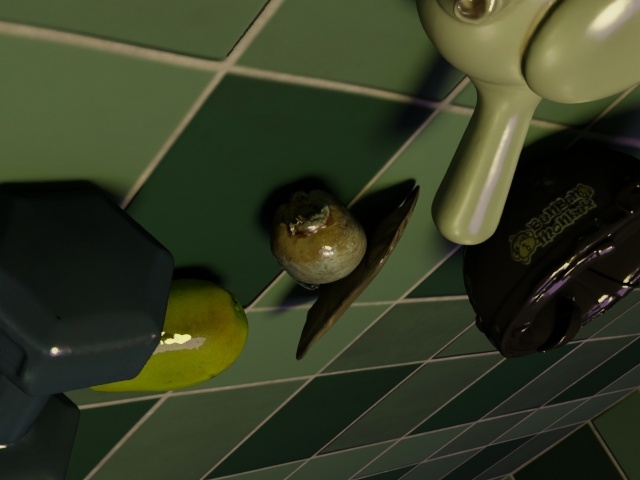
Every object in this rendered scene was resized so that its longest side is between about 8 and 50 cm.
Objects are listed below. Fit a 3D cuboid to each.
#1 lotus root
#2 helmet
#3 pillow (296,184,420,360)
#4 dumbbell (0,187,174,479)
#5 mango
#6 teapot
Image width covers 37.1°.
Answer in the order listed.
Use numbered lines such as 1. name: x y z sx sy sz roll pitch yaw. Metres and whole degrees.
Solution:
1. lotus root: -0.001 0.003 0.877 0.088 0.088 0.165 -29 167 1
2. helmet: 0.260 -0.010 1.016 0.279 0.160 0.230 -45 152 7
3. pillow: 0.034 0.037 0.969 0.217 0.033 0.130 -53 -175 44
4. dumbbell: -0.235 0.103 0.753 0.160 0.144 0.325 -4 147 -38
5. mango: -0.144 0.090 0.879 0.163 0.089 0.117 -9 149 -33
6. teapot: 0.167 -0.146 0.676 0.220 0.149 0.318 -23 154 -7
